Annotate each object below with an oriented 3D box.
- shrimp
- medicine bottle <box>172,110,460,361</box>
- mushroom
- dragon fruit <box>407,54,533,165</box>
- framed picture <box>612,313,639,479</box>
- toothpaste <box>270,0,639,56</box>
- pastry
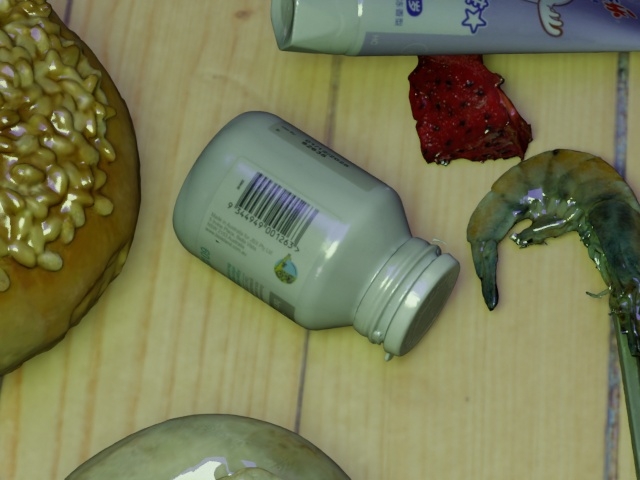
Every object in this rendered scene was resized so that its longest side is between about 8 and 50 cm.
[{"bbox_3d":[0.203,0.016,1.561,0.150,0.051,0.217,-17,54,-2],"label":"shrimp"},{"bbox_3d":[0.000,0.000,1.524,0.215,0.135,0.135,33,69,14],"label":"medicine bottle"},{"bbox_3d":[-0.084,0.249,1.318,0.297,0.290,0.297,0,64,-1],"label":"mushroom"},{"bbox_3d":[0.127,-0.134,1.628,0.097,0.063,0.131,-9,64,-5],"label":"dragon fruit"},{"bbox_3d":[0.374,0.199,1.491,0.247,0.022,0.335,-4,65,-2],"label":"framed picture"},{"bbox_3d":[0.143,-0.198,1.621,0.371,0.080,0.125,-1,41,-19],"label":"toothpaste"},{"bbox_3d":[-0.341,-0.061,1.492,0.410,0.245,0.409,0,62,0],"label":"pastry"}]
